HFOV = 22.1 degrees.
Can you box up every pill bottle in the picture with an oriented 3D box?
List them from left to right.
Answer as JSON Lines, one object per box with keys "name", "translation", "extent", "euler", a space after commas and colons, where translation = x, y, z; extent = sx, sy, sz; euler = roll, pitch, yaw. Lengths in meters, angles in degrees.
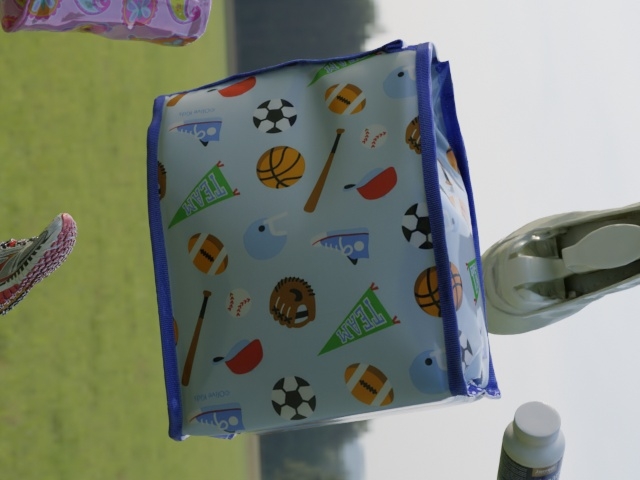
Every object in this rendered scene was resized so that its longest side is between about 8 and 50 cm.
{"name": "pill bottle", "translation": [0.224, 0.228, 1.739], "extent": [0.067, 0.067, 0.120], "euler": [-96, -175, -46]}

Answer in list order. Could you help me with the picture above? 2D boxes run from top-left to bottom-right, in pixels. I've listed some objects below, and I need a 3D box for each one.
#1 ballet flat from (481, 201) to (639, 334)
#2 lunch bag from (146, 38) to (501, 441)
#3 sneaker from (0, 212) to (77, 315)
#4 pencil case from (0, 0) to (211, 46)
{"name": "ballet flat", "translation": [0.310, 0.024, 2.034], "extent": [0.139, 0.400, 0.139], "euler": [23, 58, -43]}
{"name": "lunch bag", "translation": [0.000, 0.000, 1.727], "extent": [0.239, 0.327, 0.385], "euler": [23, 57, -74]}
{"name": "sneaker", "translation": [-0.456, 0.029, 2.435], "extent": [0.093, 0.225, 0.088], "euler": [54, 18, 7]}
{"name": "pencil case", "translation": [-0.283, -0.319, 2.120], "extent": [0.124, 0.284, 0.124], "euler": [-3, -94, 55]}
